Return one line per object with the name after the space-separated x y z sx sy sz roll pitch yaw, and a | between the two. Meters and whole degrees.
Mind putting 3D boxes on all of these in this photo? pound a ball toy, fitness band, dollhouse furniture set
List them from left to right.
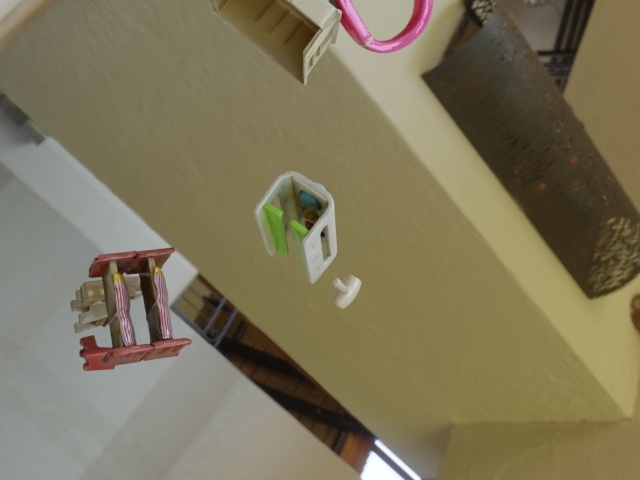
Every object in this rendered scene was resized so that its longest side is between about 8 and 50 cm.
-0.405 0.168 1.488 0.374 0.152 0.201 -37 -118 58 | dollhouse furniture set
0.000 0.000 1.460 0.136 0.208 0.319 -53 166 -14 | pound a ball toy
0.119 -0.523 1.461 0.209 0.291 0.054 -41 -146 -7 | fitness band

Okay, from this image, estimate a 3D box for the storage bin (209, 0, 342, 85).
-0.098 -0.476 1.479 0.123 0.262 0.260 -51 -179 -1 | storage bin
